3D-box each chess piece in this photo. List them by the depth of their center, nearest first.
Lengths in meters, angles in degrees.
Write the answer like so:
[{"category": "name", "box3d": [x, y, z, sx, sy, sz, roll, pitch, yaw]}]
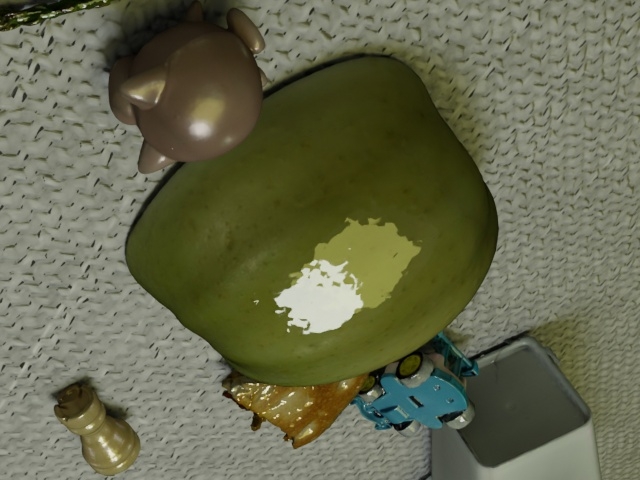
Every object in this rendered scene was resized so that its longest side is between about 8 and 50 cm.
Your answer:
[{"category": "chess piece", "box3d": [-0.260, 0.217, 1.339, 0.066, 0.066, 0.122, -28, 139, -2]}]

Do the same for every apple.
[{"category": "apple", "box3d": [0.000, 0.000, 1.237, 0.360, 0.311, 0.320, -35, 99, 4]}]

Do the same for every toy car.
[{"category": "toy car", "box3d": [0.127, 0.193, 1.567, 0.161, 0.098, 0.126, -22, 124, 39]}]

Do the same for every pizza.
[{"category": "pizza", "box3d": [-0.045, 0.183, 1.441, 0.194, 0.069, 0.154, 17, 124, -37]}]

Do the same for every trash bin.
[{"category": "trash bin", "box3d": [0.267, 0.345, 1.709, 0.296, 0.256, 0.367, -22, 137, -8]}]

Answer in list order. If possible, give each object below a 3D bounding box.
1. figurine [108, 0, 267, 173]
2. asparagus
[{"category": "figurine", "box3d": [-0.110, -0.129, 0.993, 0.138, 0.125, 0.125, -36, 146, -18]}, {"category": "asparagus", "box3d": [-0.174, -0.199, 0.937, 0.233, 0.022, 0.023, -17, 97, -15]}]
